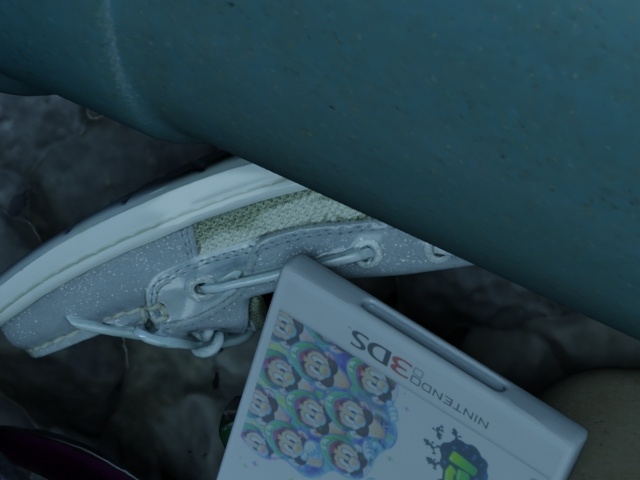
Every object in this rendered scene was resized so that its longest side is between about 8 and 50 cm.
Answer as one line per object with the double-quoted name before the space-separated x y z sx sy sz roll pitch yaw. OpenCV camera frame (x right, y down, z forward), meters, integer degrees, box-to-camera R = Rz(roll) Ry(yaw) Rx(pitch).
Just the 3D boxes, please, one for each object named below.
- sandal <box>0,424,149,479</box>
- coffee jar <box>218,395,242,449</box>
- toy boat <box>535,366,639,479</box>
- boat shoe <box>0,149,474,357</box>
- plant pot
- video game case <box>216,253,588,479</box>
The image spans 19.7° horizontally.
"sandal" -0.084 0.163 0.828 0.445 0.167 0.107 21 96 19
"coffee jar" 0.029 0.146 0.872 0.096 0.079 0.184 -21 99 17
"toy boat" 0.192 0.153 0.835 0.231 0.151 0.151 3 134 9
"boat shoe" 0.001 -0.001 0.826 0.320 0.118 0.103 -19 95 6
"plant pot" 0.086 -0.129 0.621 0.334 0.341 0.341 30 107 18
"video game case" 0.026 0.103 0.783 0.143 0.019 0.157 31 127 19
